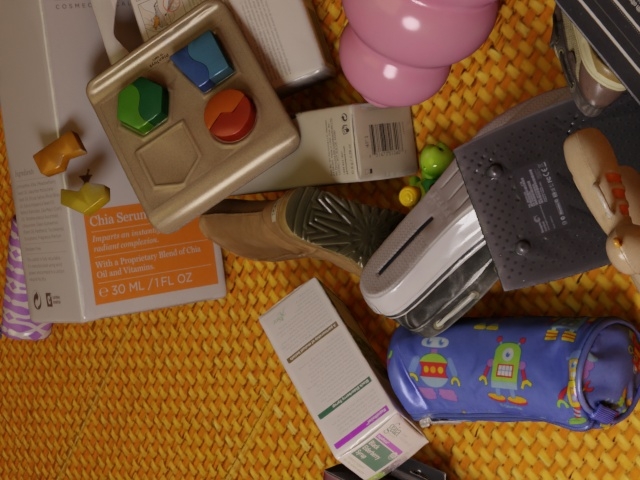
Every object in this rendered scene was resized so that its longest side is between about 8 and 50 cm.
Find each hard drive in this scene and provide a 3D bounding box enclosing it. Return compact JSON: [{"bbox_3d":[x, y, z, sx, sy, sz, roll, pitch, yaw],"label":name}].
[{"bbox_3d":[0.279,-0.061,1.592,0.255,0.054,0.172,-20,82,4],"label":"hard drive"}]

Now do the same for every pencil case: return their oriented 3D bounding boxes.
[{"bbox_3d":[0.208,0.147,1.746,0.306,0.119,0.133,-4,70,46],"label":"pencil case"},{"bbox_3d":[-0.443,0.054,2.422,0.088,0.086,0.206,-127,45,-62],"label":"pencil case"}]

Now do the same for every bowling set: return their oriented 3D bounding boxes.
[{"bbox_3d":[0.335,-0.018,1.329,0.200,0.287,0.154,-26,66,16],"label":"bowling set"}]

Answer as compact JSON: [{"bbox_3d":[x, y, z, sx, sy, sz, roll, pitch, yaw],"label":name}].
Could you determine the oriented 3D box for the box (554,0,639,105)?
[{"bbox_3d":[0.382,-0.283,1.449,0.296,0.183,0.294,56,130,21],"label":"box"}]

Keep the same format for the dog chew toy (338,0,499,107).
[{"bbox_3d":[0.116,-0.283,1.719,0.206,0.207,0.332,48,135,29],"label":"dog chew toy"}]

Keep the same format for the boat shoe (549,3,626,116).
[{"bbox_3d":[0.264,-0.207,1.592,0.073,0.080,0.223,-54,24,32],"label":"boat shoe"}]

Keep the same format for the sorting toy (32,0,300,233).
[{"bbox_3d":[-0.200,-0.128,1.914,0.307,0.041,0.229,-33,69,10],"label":"sorting toy"}]

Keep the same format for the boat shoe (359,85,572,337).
[{"bbox_3d":[0.191,-0.029,1.727,0.335,0.119,0.121,-42,35,16],"label":"boat shoe"}]

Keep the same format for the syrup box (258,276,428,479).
[{"bbox_3d":[0.025,0.167,1.897,0.096,0.093,0.237,-37,51,8],"label":"syrup box"}]

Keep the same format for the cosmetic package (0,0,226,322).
[{"bbox_3d":[-0.284,-0.128,2.109,0.161,0.230,0.453,-4,95,54],"label":"cosmetic package"}]

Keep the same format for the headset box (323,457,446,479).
[{"bbox_3d":[0.105,0.406,1.905,0.218,0.110,0.293,18,110,42],"label":"headset box"}]

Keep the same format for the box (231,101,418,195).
[{"bbox_3d":[-0.017,-0.111,1.938,0.275,0.113,0.094,-4,94,44],"label":"box"}]

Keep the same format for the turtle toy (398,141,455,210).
[{"bbox_3d":[0.138,-0.047,1.814,0.066,0.095,0.130,-20,82,25],"label":"turtle toy"}]

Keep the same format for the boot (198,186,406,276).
[{"bbox_3d":[0.000,0.000,1.937,0.089,0.236,0.269,-66,20,-13],"label":"boot"}]

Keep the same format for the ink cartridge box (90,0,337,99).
[{"bbox_3d":[-0.149,-0.297,1.986,0.261,0.066,0.296,-21,80,14],"label":"ink cartridge box"}]
